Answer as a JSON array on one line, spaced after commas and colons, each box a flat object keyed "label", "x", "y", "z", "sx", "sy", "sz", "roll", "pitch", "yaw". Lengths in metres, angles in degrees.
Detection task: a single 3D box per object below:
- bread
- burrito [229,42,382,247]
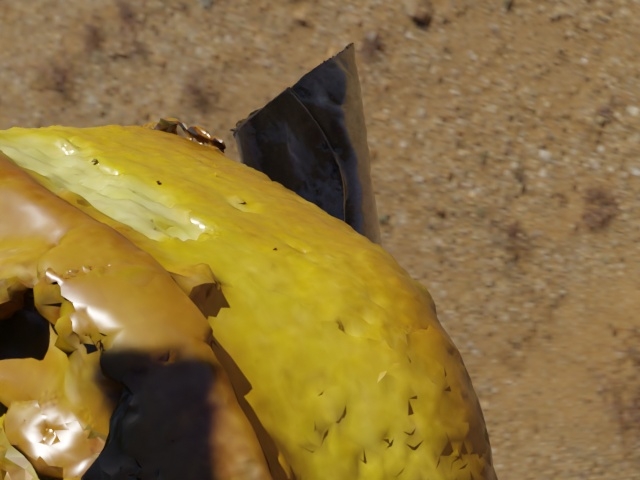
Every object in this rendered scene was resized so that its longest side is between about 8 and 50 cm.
[{"label": "bread", "x": -0.097, "y": 0.133, "z": 0.678, "sx": 0.398, "sy": 0.215, "sz": 0.398, "roll": 17, "pitch": 113, "yaw": 46}, {"label": "burrito", "x": 0.000, "y": 0.000, "z": 0.962, "sx": 0.087, "sy": 0.060, "sz": 0.226, "roll": -11, "pitch": 93, "yaw": 12}]
